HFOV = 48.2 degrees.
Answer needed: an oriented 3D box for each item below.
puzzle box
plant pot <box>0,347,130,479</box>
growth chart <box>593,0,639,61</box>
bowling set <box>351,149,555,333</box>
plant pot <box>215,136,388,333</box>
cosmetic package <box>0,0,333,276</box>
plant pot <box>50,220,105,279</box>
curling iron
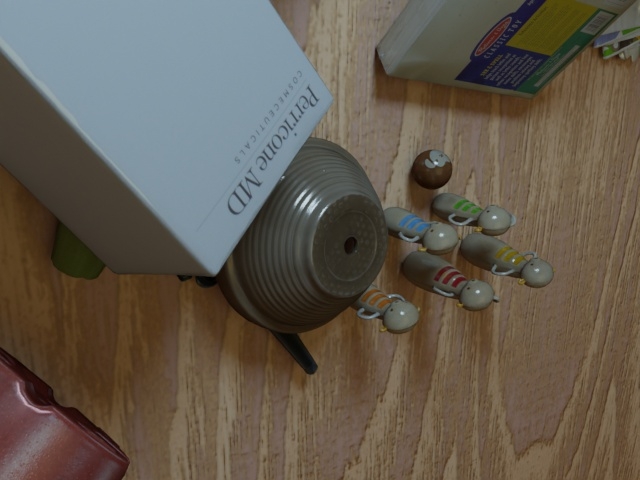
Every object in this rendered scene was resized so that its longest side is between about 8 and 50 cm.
[{"bbox_3d":[0.276,-0.323,0.802,0.272,0.052,0.409,0,148,-35],"label":"puzzle box"},{"bbox_3d":[-0.332,0.243,0.638,0.265,0.272,0.272,-49,127,-19],"label":"plant pot"},{"bbox_3d":[0.473,-0.360,1.097,0.237,0.021,0.172,-14,115,-30],"label":"growth chart"},{"bbox_3d":[0.165,-0.006,0.934,0.286,0.154,0.200,-22,118,-27],"label":"bowling set"},{"bbox_3d":[0.000,0.000,0.830,0.237,0.109,0.238,-9,105,-38],"label":"plant pot"},{"bbox_3d":[-0.206,-0.199,0.558,0.453,0.161,0.230,51,55,-33],"label":"cosmetic package"},{"bbox_3d":[-0.233,-0.006,0.721,0.083,0.083,0.079,15,111,-37],"label":"plant pot"},{"bbox_3d":[-0.084,0.081,0.873,0.068,0.035,0.274,-45,125,-7],"label":"curling iron"}]
